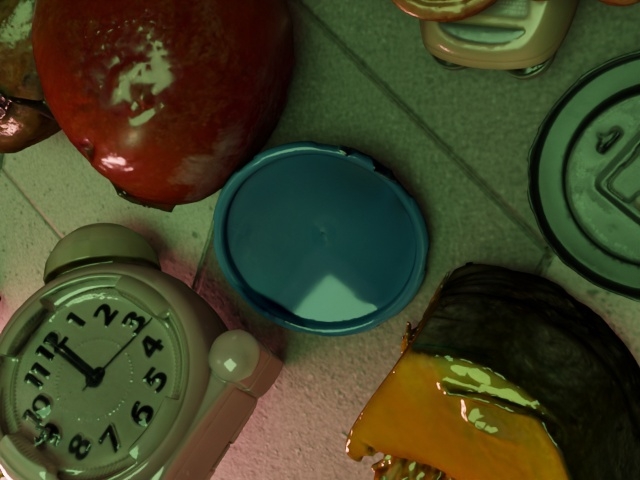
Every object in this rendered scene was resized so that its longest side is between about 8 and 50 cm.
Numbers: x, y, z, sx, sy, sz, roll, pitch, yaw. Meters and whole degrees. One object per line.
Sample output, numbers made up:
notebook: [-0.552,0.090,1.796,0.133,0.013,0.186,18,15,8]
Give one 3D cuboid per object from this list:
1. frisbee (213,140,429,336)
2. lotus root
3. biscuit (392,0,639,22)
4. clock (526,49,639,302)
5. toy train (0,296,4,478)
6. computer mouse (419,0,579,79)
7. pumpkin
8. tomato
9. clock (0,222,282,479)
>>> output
frisbee: [0.000,0.000,0.784,0.242,0.045,0.242,6,119,10]
lotus root: [-0.352,-0.222,0.858,0.193,0.193,0.291,48,120,9]
biscuit: [0.123,-0.281,0.567,0.334,0.047,0.201,6,104,28]
clock: [0.302,-0.057,0.626,0.226,0.049,0.225,7,105,27]
toy train: [-0.547,0.210,1.014,0.397,0.253,0.160,41,118,25]
computer mouse: [0.164,-0.265,0.622,0.145,0.082,0.236,12,108,25]
pumpkin: [0.174,0.184,0.667,0.256,0.225,0.303,-31,93,35]
tomato: [-0.152,-0.162,0.710,0.309,0.170,0.308,-3,124,-5]
clock: [-0.258,0.172,0.861,0.326,0.184,0.342,30,73,15]
